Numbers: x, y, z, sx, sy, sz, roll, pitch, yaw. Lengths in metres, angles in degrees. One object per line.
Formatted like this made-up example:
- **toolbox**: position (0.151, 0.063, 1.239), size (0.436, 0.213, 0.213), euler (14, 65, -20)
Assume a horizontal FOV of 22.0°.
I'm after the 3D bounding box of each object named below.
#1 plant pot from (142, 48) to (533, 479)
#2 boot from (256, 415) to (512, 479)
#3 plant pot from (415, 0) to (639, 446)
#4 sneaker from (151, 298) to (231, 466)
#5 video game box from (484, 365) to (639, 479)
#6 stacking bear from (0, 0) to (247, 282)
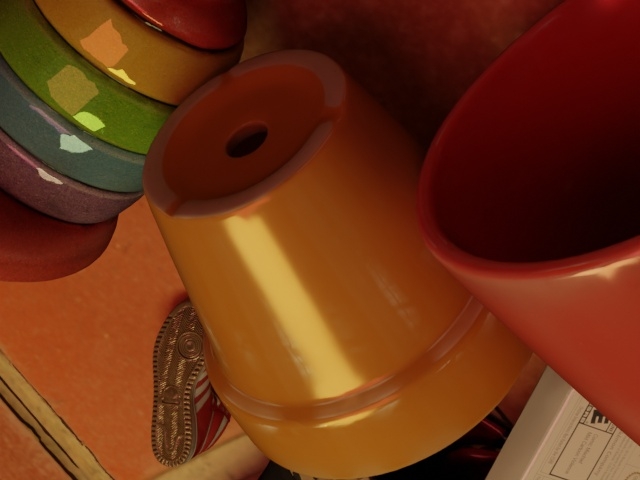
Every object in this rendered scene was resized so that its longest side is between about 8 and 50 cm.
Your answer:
- **plant pot**: position (0.000, 0.000, 0.942), size (0.205, 0.205, 0.188), euler (-11, 134, 27)
- **boot**: position (0.084, 0.271, 1.156), size (0.377, 0.138, 0.284), euler (32, 127, 7)
- **plant pot**: position (0.226, 0.003, 0.863), size (0.275, 0.275, 0.243), euler (-23, 120, 31)
- **sneaker**: position (-0.090, 0.100, 1.177), size (0.042, 0.067, 0.119), euler (10, 93, 19)
- **video game box**: position (0.183, 0.189, 1.032), size (0.187, 0.048, 0.205), euler (21, 107, -19)
- **stacking bear**: position (-0.116, -0.131, 0.970), size (0.289, 0.164, 0.175), euler (-48, 54, 26)
